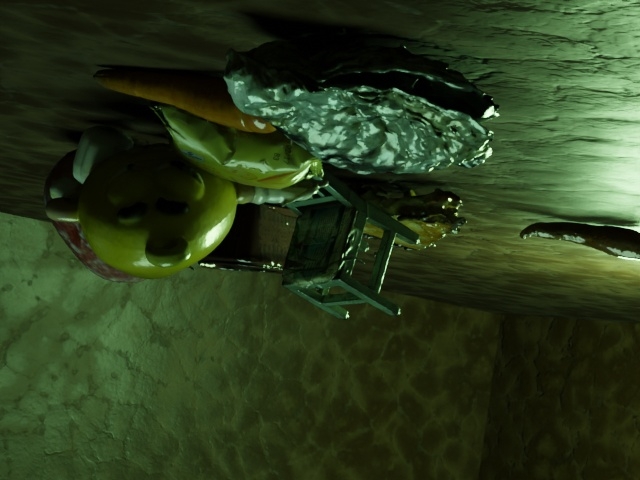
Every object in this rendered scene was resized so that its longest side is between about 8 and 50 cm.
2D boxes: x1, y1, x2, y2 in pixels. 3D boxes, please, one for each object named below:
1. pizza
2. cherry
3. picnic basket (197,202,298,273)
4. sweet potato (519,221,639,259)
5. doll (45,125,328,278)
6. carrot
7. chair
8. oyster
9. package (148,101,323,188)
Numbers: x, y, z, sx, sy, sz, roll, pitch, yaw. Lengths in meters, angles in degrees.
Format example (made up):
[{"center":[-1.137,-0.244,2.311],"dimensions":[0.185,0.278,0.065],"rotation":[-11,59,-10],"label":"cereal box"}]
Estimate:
[{"center":[0.087,-0.052,2.172],"dimensions":[0.251,0.074,0.288],"rotation":[11,168,-13],"label":"pizza"},{"center":[-0.300,-0.041,2.196],"dimensions":[0.285,0.212,0.236],"rotation":[38,134,-26],"label":"cherry"},{"center":[-0.153,-0.007,2.686],"dimensions":[0.223,0.129,0.297],"rotation":[12,174,-44],"label":"picnic basket"},{"center":[0.430,-0.006,2.244],"dimensions":[0.214,0.050,0.050],"rotation":[11,175,14],"label":"sweet potato"},{"center":[-0.204,-0.063,1.882],"dimensions":[0.348,0.161,0.423],"rotation":[-18,-156,-39],"label":"doll"},{"center":[-0.142,-0.161,1.566],"dimensions":[0.257,0.061,0.061],"rotation":[10,175,24],"label":"carrot"},{"center":[0.000,0.000,2.048],"dimensions":[0.270,0.147,0.136],"rotation":[33,154,-35],"label":"chair"},{"center":[0.040,-0.127,1.346],"dimensions":[0.268,0.112,0.198],"rotation":[12,174,-2],"label":"oyster"},{"center":[-0.094,-0.119,1.699],"dimensions":[0.226,0.090,0.168],"rotation":[13,173,1],"label":"package"}]
